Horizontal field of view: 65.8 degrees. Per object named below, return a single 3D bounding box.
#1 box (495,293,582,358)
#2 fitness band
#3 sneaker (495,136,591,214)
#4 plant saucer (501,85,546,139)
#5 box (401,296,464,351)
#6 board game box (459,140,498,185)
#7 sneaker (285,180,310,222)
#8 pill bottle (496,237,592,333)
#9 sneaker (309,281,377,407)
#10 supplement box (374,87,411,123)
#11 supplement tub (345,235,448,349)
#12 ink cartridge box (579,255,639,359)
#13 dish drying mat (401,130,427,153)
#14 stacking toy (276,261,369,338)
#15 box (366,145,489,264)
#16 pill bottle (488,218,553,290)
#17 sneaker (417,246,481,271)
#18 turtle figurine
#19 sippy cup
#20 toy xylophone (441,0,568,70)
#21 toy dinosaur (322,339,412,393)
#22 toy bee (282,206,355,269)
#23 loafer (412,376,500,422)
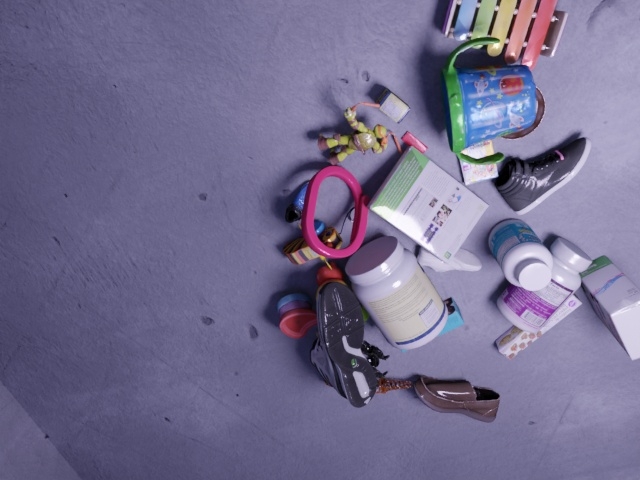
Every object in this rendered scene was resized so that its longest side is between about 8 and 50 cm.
[{"bbox_3d":[0.764,0.292,1.749,0.063,0.067,0.324,36,114,-13],"label":"box"},{"bbox_3d":[0.045,-0.087,1.521,0.208,0.054,0.291,16,73,-23],"label":"fitness band"},{"bbox_3d":[0.656,-0.219,1.484,0.146,0.105,0.296,33,118,-17],"label":"sneaker"},{"bbox_3d":[0.571,-0.383,1.454,0.168,0.029,0.169,1,115,3],"label":"plant saucer"},{"bbox_3d":[0.380,0.300,1.759,0.244,0.101,0.060,-30,110,16],"label":"box"},{"bbox_3d":[0.481,-0.257,1.523,0.103,0.026,0.154,-16,114,12],"label":"board game box"},{"bbox_3d":[-0.062,-0.119,1.595,0.058,0.085,0.152,38,112,-14],"label":"sneaker"},{"bbox_3d":[0.735,0.144,1.622,0.169,0.169,0.302,27,114,-9],"label":"pill bottle"},{"bbox_3d":[0.023,0.335,1.674,0.169,0.257,0.448,-26,111,-32],"label":"sneaker"},{"bbox_3d":[0.210,-0.394,1.443,0.083,0.083,0.056,34,111,-13],"label":"supplement box"},{"bbox_3d":[0.249,0.171,1.632,0.235,0.235,0.325,-29,111,17],"label":"supplement tub"},{"bbox_3d":[0.951,0.209,1.576,0.117,0.278,0.201,-29,110,16],"label":"ink cartridge box"},{"bbox_3d":[0.291,-0.300,1.526,0.083,0.008,0.032,36,112,-12],"label":"dish drying mat"},{"bbox_3d":[0.010,0.229,1.777,0.308,0.131,0.279,-35,135,22],"label":"stacking toy"},{"bbox_3d":[0.336,-0.108,1.548,0.321,0.058,0.232,35,91,-14],"label":"box"},{"bbox_3d":[0.622,0.048,1.529,0.146,0.264,0.146,1,117,3],"label":"pill bottle"},{"bbox_3d":[0.431,0.076,1.671,0.212,0.080,0.094,14,128,5],"label":"sneaker"},{"bbox_3d":[0.117,-0.291,1.470,0.217,0.087,0.269,-16,153,30],"label":"turtle figurine"},{"bbox_3d":[0.455,-0.373,1.347,0.223,0.240,0.305,-7,156,11],"label":"sippy cup"},{"bbox_3d":[0.488,-0.557,1.346,0.322,0.081,0.237,3,116,3],"label":"toy xylophone"},{"bbox_3d":[0.176,0.512,1.879,0.321,0.164,0.219,-5,132,-14],"label":"toy dinosaur"},{"bbox_3d":[0.000,0.000,1.603,0.195,0.162,0.298,33,116,-16],"label":"toy bee"},{"bbox_3d":[0.522,0.575,1.879,0.365,0.134,0.130,17,112,-15],"label":"loafer"}]
